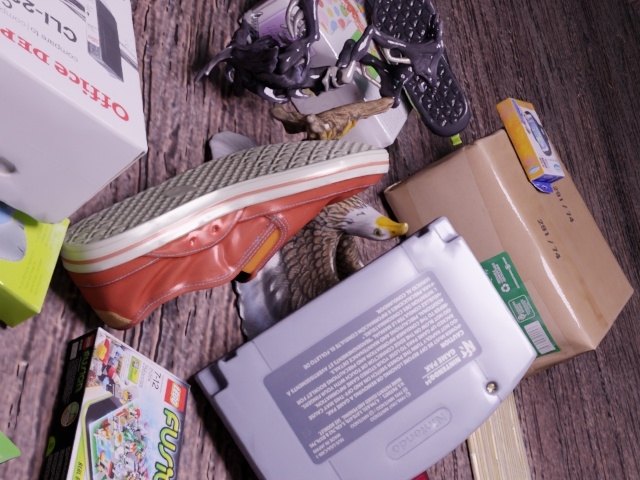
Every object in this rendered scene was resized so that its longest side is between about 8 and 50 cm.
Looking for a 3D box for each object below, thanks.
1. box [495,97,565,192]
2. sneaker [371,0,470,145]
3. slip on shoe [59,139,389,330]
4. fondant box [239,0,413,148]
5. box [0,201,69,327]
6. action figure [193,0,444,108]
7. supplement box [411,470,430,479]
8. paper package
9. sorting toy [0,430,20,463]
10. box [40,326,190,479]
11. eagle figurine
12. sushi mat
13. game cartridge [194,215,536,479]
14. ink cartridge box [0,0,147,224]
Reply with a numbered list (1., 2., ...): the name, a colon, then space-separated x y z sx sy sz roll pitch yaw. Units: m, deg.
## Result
1. box: 0.297 -0.132 1.499 0.081 0.028 0.136 -1 63 -57
2. sneaker: 0.133 -0.236 1.445 0.097 0.084 0.234 16 54 -83
3. slip on shoe: -0.076 -0.016 0.990 0.331 0.123 0.101 -26 115 -28
4. fondant box: 0.043 -0.279 1.479 0.238 0.096 0.330 56 31 -16
5. box: -0.285 -0.024 0.838 0.178 0.042 0.109 43 35 -33
6. action figure: -0.008 -0.225 1.233 0.276 0.164 0.140 0 78 -22
7. supplement box: 0.065 0.288 1.116 0.130 0.073 0.239 -12 77 -58
8. paper package: 0.277 0.006 1.542 0.324 0.168 0.309 62 30 1
9. sorting toy: -0.322 0.121 0.667 0.348 0.047 0.195 -16 82 -59
10. box: -0.168 0.186 0.869 0.114 0.036 0.207 39 39 -37
11. eagle figurine: 0.006 0.002 1.172 0.226 0.225 0.298 -5 105 -18
12. sushi mat: 0.244 0.303 1.437 0.151 0.019 0.316 27 46 -47
13. game cartridge: 0.053 0.133 1.043 0.297 0.062 0.198 -32 93 -15
14. ink cartridge box: -0.257 -0.175 0.872 0.197 0.114 0.272 35 30 -40
